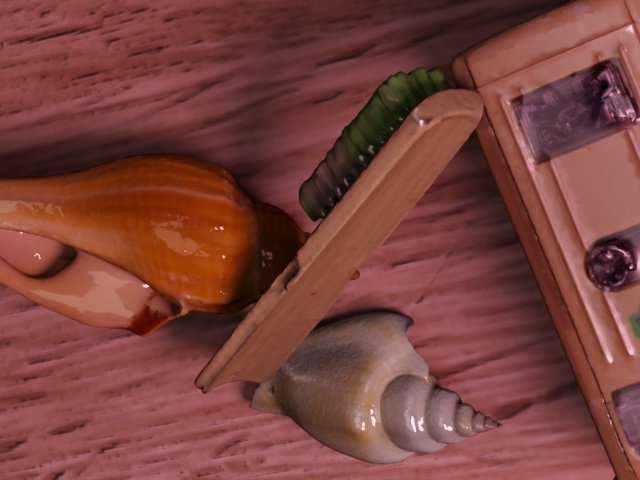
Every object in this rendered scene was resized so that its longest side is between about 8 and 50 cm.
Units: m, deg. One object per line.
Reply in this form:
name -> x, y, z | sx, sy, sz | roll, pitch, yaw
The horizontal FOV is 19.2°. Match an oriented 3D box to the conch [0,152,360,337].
conch -> -0.138, -0.012, 1.158 | 0.330, 0.093, 0.109 | 14, 135, 6

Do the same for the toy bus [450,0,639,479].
toy bus -> 0.183, 0.004, 1.033 | 0.139, 0.157, 0.289 | -21, 91, 19

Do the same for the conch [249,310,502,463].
conch -> 0.031, 0.091, 1.140 | 0.180, 0.065, 0.088 | 8, 103, 33

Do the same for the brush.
brush -> 0.000, 0.000, 1.064 | 0.282, 0.054, 0.048 | -54, 55, 44
